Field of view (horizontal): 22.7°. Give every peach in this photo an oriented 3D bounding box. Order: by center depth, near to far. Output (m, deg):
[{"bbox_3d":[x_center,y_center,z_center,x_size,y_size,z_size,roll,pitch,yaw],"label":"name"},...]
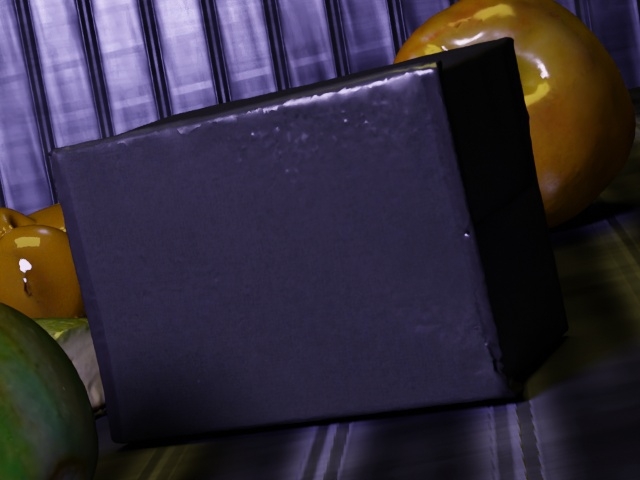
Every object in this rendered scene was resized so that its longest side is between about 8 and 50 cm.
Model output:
[{"bbox_3d":[0.224,-0.138,1.861,0.289,0.289,0.308,-12,-20,9],"label":"peach"}]

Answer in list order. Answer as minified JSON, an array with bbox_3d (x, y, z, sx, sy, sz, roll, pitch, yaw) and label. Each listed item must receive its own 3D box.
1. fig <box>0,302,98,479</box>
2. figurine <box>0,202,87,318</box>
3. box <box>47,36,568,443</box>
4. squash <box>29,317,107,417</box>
[{"bbox_3d":[-0.236,0.130,1.079,0.191,0.181,0.181,27,33,36],"label":"fig"},{"bbox_3d":[-0.298,0.036,1.802,0.215,0.215,0.228,-8,23,36],"label":"figurine"},{"bbox_3d":[0.000,0.000,1.264,0.345,0.251,0.204,-9,9,27],"label":"box"},{"bbox_3d":[-0.302,0.124,1.475,0.252,0.093,0.169,-6,12,42],"label":"squash"}]
